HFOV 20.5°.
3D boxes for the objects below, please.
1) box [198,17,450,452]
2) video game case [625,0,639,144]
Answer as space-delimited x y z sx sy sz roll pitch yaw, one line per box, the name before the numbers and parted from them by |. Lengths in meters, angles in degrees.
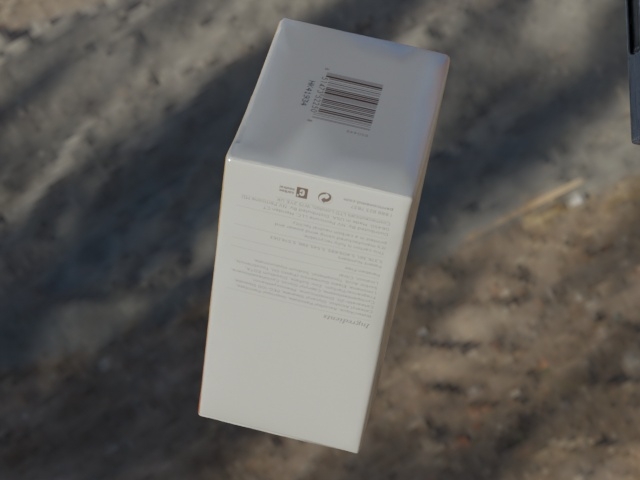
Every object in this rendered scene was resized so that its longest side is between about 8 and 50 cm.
box | 0.000 0.000 1.684 0.168 0.345 0.215 13 43 4
video game case | 0.331 -0.200 1.458 0.026 0.196 0.274 -22 65 56
